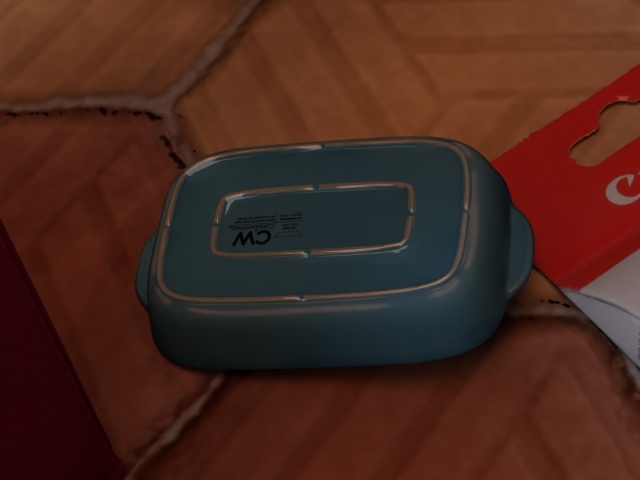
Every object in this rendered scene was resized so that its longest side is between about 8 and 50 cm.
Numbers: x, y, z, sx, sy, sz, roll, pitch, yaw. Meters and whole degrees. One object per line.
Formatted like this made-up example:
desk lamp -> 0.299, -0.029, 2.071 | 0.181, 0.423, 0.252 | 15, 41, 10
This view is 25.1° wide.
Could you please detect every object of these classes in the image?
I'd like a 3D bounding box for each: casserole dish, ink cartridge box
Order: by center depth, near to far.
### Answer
ink cartridge box -> 0.196, -0.015, 0.630 | 0.181, 0.056, 0.225 | -33, 58, -14
casserole dish -> 0.000, 0.000, 0.646 | 0.188, 0.037, 0.114 | -3, 54, 16

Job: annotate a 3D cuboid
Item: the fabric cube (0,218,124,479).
fabric cube -> -0.267, 0.032, 0.541 | 0.259, 0.258, 0.254 | -40, 58, -18
